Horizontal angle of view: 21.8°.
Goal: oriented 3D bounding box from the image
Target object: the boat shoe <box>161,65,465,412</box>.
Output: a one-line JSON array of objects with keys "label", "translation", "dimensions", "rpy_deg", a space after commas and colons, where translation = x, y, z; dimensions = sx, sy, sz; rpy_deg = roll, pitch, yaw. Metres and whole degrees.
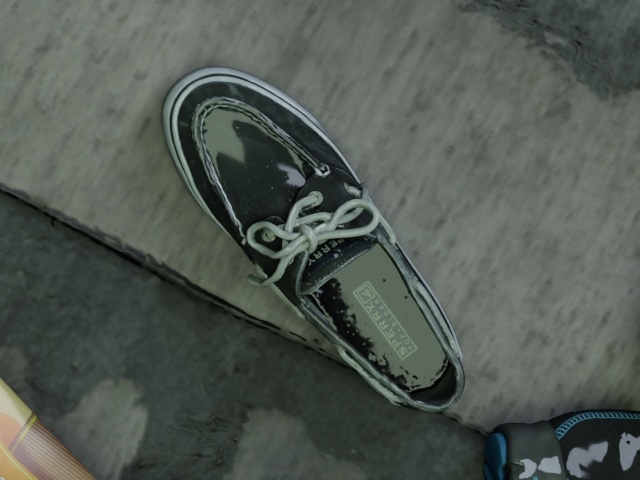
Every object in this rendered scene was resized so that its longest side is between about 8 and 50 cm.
[{"label": "boat shoe", "translation": [-0.003, 0.003, 1.202], "dimensions": [0.113, 0.105, 0.306], "rpy_deg": [-34, 98, -1]}]

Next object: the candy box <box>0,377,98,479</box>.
[{"label": "candy box", "translation": [-0.256, 0.210, 1.178], "dimensions": [0.316, 0.087, 0.183], "rpy_deg": [48, 62, -9]}]

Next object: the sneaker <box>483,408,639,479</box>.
[{"label": "sneaker", "translation": [0.225, 0.293, 1.246], "dimensions": [0.139, 0.125, 0.341], "rpy_deg": [-13, 98, -5]}]
